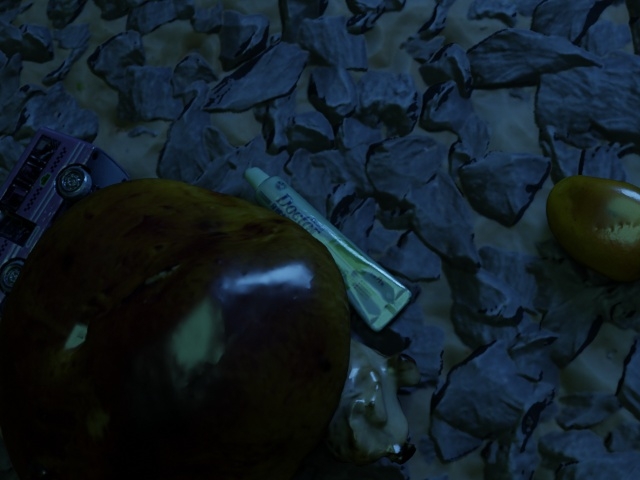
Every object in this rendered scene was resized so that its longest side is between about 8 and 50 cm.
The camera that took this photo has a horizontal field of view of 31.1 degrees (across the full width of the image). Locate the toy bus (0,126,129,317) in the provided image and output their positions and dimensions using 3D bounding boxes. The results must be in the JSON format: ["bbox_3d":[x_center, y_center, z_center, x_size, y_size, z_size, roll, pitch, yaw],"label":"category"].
[{"bbox_3d":[-0.263,-0.011,1.080,0.098,0.087,0.178,24,78,23],"label":"toy bus"}]

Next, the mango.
[{"bbox_3d":[0.237,-0.013,0.949,0.114,0.060,0.080,39,103,21],"label":"mango"}]

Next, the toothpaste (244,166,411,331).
[{"bbox_3d":[0.000,0.000,1.030,0.048,0.029,0.197,-45,70,-1],"label":"toothpaste"}]

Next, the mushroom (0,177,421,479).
[{"bbox_3d":[-0.104,0.114,0.951,0.345,0.260,0.345,-17,65,40],"label":"mushroom"}]
